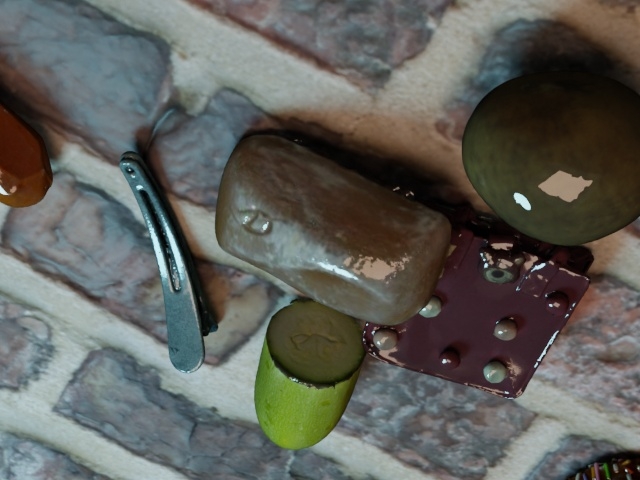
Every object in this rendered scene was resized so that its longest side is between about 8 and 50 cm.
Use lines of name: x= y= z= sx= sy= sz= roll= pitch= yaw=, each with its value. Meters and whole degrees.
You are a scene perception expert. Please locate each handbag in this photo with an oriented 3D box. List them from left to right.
handbag: x=0.165 y=0.066 z=1.399 sx=0.203 sy=0.074 sz=0.216 roll=18 pitch=131 yaw=-6

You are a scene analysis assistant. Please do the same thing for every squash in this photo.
squash: x=-0.018 y=0.172 z=1.497 sx=0.123 sy=0.123 sz=0.187 roll=12 pitch=134 yaw=0

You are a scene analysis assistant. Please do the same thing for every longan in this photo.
longan: x=0.225 y=-0.079 z=1.201 sx=0.187 sy=0.167 sz=0.167 roll=24 pitch=132 yaw=6

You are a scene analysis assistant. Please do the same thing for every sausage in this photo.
sausage: x=-0.346 y=-0.104 z=1.339 sx=0.089 sy=0.089 sz=0.179 roll=-34 pitch=115 yaw=32

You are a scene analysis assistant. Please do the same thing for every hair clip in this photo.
hair clip: x=-0.173 y=0.014 z=1.432 sx=0.048 sy=0.083 sz=0.275 roll=-3 pitch=123 yaw=20

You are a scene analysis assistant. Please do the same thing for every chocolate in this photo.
chocolate: x=-0.001 y=0.000 z=1.321 sx=0.261 sy=0.083 sz=0.161 roll=24 pitch=129 yaw=15

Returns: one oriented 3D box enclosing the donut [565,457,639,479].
donut: x=0.389 y=0.368 z=1.609 sx=0.235 sy=0.089 sz=0.235 roll=6 pitch=133 yaw=7
